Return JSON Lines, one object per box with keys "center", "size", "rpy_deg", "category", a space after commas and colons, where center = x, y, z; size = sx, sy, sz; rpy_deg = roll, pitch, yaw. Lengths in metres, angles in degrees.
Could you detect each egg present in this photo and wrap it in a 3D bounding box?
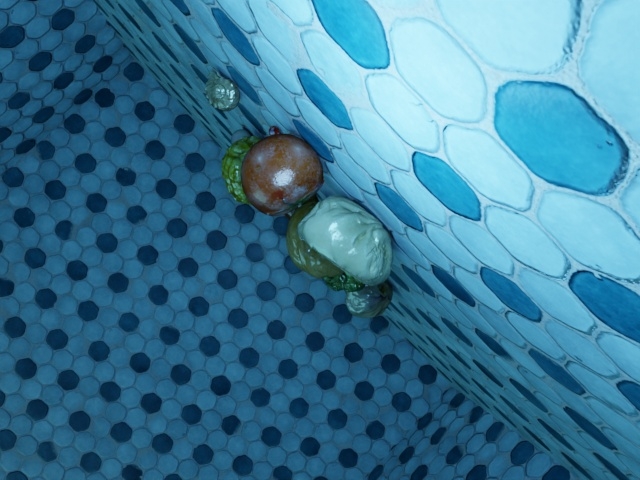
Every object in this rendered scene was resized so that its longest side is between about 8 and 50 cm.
{"center": [-0.374, -0.475, 2.113], "size": [0.103, 0.103, 0.135], "rpy_deg": [45, 170, 3], "category": "egg"}

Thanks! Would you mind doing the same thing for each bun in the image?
{"center": [0.102, -0.009, 1.490], "size": [0.359, 0.211, 0.360], "rpy_deg": [36, 180, 0], "category": "bun"}
{"center": [0.252, 0.268, 2.261], "size": [0.281, 0.281, 0.205], "rpy_deg": [48, 149, -18], "category": "bun"}

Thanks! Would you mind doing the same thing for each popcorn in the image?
{"center": [-0.285, -0.288, 1.952], "size": [0.274, 0.279, 0.335], "rpy_deg": [-3, 125, 44], "category": "popcorn"}

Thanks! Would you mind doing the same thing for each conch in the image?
{"center": [-0.347, -0.546, 1.609], "size": [0.207, 0.130, 0.155], "rpy_deg": [-57, -42, -74], "category": "conch"}

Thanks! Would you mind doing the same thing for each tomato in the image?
{"center": [-0.125, -0.214, 1.406], "size": [0.265, 0.265, 0.265], "rpy_deg": [45, 174, 6], "category": "tomato"}

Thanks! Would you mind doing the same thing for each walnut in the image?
{"center": [-0.001, 0.001, 1.781], "size": [0.252, 0.277, 0.313], "rpy_deg": [-97, 3, -76], "category": "walnut"}

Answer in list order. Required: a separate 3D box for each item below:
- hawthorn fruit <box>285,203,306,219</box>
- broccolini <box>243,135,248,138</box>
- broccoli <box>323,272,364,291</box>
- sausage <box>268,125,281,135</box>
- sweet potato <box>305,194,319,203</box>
{"center": [-0.085, -0.145, 2.105], "size": [0.188, 0.169, 0.169], "rpy_deg": [51, 172, -34], "category": "hawthorn fruit"}
{"center": [-0.332, -0.437, 2.041], "size": [0.194, 0.054, 0.052], "rpy_deg": [70, 175, -71], "category": "broccolini"}
{"center": [0.118, 0.119, 2.073], "size": [0.269, 0.254, 0.269], "rpy_deg": [46, 166, 15], "category": "broccoli"}
{"center": [-0.156, -0.371, 1.599], "size": [0.145, 0.048, 0.050], "rpy_deg": [59, -156, -66], "category": "sausage"}
{"center": [-0.085, -0.230, 1.925], "size": [0.269, 0.075, 0.075], "rpy_deg": [52, 172, -21], "category": "sweet potato"}
